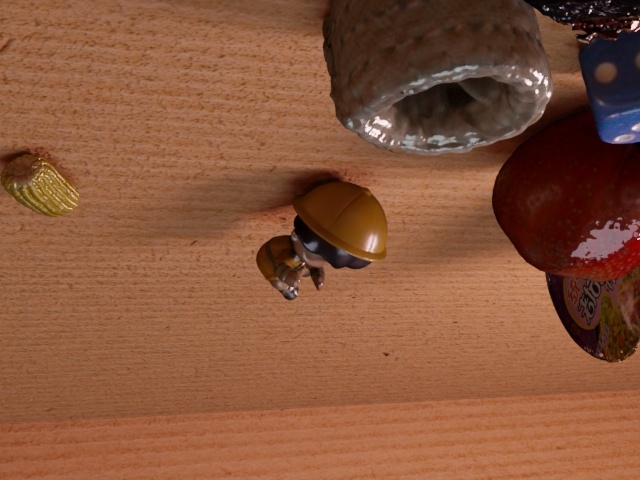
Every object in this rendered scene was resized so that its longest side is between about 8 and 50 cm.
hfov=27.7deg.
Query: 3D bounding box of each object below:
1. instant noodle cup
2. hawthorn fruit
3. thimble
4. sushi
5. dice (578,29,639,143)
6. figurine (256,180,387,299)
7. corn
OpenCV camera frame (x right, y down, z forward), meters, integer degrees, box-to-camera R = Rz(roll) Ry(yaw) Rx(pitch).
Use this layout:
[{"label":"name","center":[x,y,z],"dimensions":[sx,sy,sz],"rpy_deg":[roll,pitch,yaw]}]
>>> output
[{"label":"instant noodle cup","center":[0.645,0.054,2.567],"dimensions":[0.266,0.340,0.340],"rpy_deg":[-11,160,-22]},{"label":"hawthorn fruit","center":[0.466,-0.096,2.164],"dimensions":[0.285,0.285,0.369],"rpy_deg":[4,145,-33]},{"label":"thimble","center":[0.149,-0.241,1.704],"dimensions":[0.291,0.195,0.291],"rpy_deg":[-8,158,-3]},{"label":"sushi","center":[0.358,-0.329,1.634],"dimensions":[0.172,0.153,0.150],"rpy_deg":[-21,161,32]},{"label":"dice","center":[0.473,-0.237,1.962],"dimensions":[0.146,0.143,0.146],"rpy_deg":[-14,160,16]},{"label":"figurine","center":[-0.002,-0.005,2.277],"dimensions":[0.257,0.167,0.192],"rpy_deg":[-26,176,31]},{"label":"corn","center":[-0.432,-0.082,2.016],"dimensions":[0.085,0.063,0.165],"rpy_deg":[-38,158,2]}]
